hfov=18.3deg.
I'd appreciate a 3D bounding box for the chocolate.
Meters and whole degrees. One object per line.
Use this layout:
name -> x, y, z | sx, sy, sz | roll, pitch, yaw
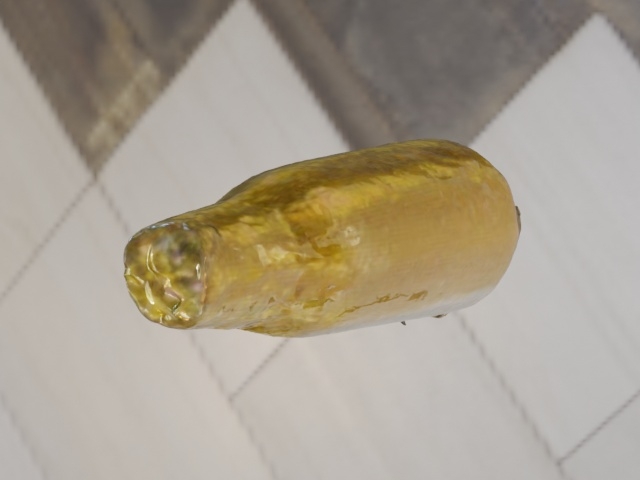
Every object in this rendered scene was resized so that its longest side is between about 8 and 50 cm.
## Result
chocolate -> 0.000, 0.000, 0.774 | 0.085, 0.219, 0.086 | 2, 95, 29
